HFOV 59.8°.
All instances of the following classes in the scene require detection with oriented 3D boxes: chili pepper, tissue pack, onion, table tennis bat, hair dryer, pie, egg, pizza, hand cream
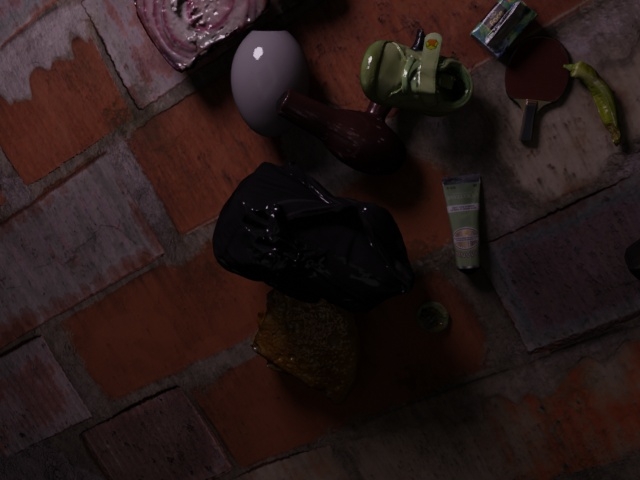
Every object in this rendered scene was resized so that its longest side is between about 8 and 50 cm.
[{"bbox_3d":[0.586,-0.297,1.161,0.208,0.049,0.043,52,153,-6],"label":"chili pepper"},{"bbox_3d":[0.379,-0.447,1.152,0.085,0.079,0.111,41,109,-1],"label":"tissue pack"},{"bbox_3d":[-0.257,-0.561,1.236,0.314,0.146,0.280,-24,101,26],"label":"onion"},{"bbox_3d":[0.460,-0.325,1.197,0.130,0.019,0.220,8,105,11],"label":"table tennis bat"},{"bbox_3d":[0.104,-0.335,1.208,0.313,0.123,0.340,28,94,-25],"label":"hair dryer"},{"bbox_3d":[0.278,0.191,1.375,0.085,0.017,0.085,4,106,13],"label":"pie"},{"bbox_3d":[-0.112,-0.349,1.246,0.176,0.176,0.231,8,115,12],"label":"egg"},{"bbox_3d":[-0.036,0.239,1.413,0.278,0.114,0.408,-24,97,17],"label":"pizza"},{"bbox_3d":[0.334,-0.033,1.289,0.086,0.055,0.235,-5,96,12],"label":"hand cream"}]

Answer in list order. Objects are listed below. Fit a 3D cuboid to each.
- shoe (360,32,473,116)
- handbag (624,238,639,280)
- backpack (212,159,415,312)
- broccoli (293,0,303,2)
[{"bbox_3d":[0.207,-0.342,1.152,0.128,0.262,0.140,-11,70,55],"label":"shoe"},{"bbox_3d":[0.818,0.034,1.130,0.257,0.113,0.285,39,124,-3],"label":"handbag"},{"bbox_3d":[0.000,0.000,1.232,0.446,0.363,0.254,27,113,-11],"label":"backpack"},{"bbox_3d":[-0.064,-0.587,1.196,0.162,0.138,0.146,-10,131,47],"label":"broccoli"}]
